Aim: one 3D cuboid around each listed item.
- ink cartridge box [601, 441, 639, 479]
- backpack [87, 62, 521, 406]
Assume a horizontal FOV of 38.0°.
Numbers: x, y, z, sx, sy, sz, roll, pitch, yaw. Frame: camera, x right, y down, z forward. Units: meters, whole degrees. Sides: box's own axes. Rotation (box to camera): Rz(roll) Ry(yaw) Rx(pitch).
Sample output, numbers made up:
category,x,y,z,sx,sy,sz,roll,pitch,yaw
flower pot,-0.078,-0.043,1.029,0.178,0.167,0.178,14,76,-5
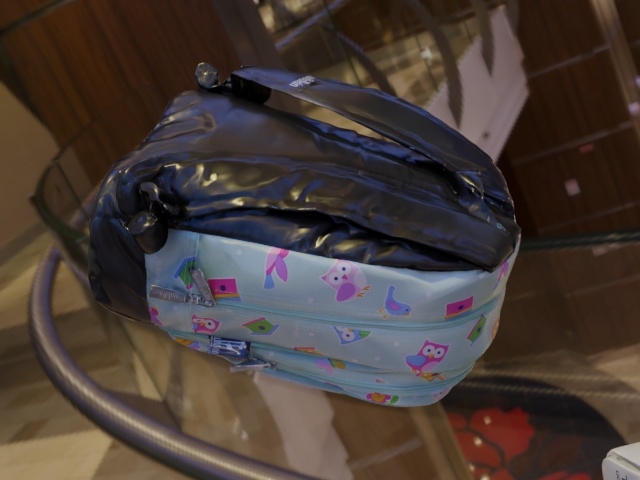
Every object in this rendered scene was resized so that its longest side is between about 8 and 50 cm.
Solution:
category,x,y,z,sx,sy,sz,roll,pitch,yaw
ink cartridge box,0.204,0.128,0.380,0.151,0.109,0.063,-11,6,-9
backpack,0.000,0.000,0.440,0.182,0.115,0.152,14,41,5
